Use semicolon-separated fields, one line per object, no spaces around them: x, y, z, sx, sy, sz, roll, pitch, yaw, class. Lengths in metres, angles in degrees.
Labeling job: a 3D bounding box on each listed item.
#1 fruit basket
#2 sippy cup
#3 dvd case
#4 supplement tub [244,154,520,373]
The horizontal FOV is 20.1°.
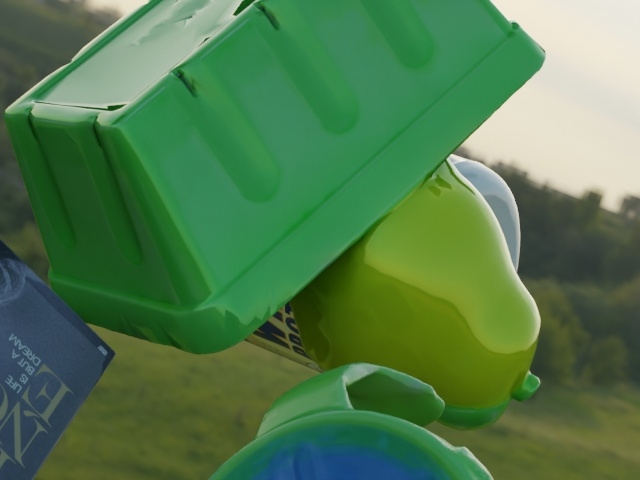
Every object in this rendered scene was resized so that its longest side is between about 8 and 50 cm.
0.004;-0.027;1.340;0.392;0.392;0.283;19;-5;-37;fruit basket
0.056;0.236;1.003;0.240;0.305;0.224;14;-12;41;sippy cup
-0.226;0.082;1.074;0.164;0.018;0.221;47;40;-15;dvd case
0.000;0.000;1.666;0.316;0.228;0.228;20;2;31;supplement tub
